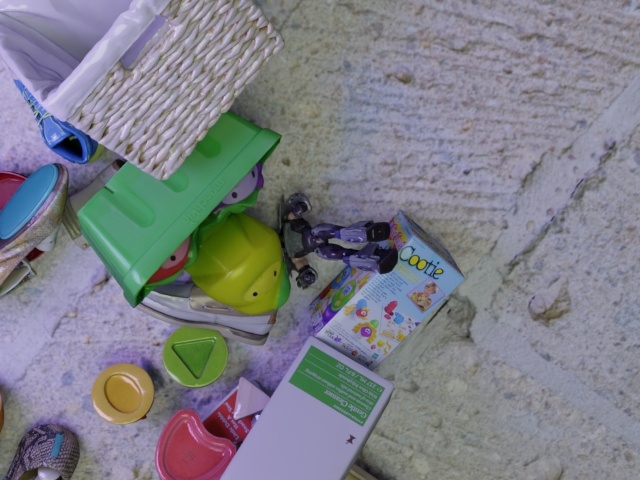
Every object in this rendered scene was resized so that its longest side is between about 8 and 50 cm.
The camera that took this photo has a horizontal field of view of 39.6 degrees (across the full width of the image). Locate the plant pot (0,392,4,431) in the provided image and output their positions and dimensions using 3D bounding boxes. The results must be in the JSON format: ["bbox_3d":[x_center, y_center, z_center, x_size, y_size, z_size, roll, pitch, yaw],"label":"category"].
[{"bbox_3d":[-0.723,0.391,1.747,0.205,0.205,0.188,1,128,-7],"label":"plant pot"}]

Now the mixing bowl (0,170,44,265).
[{"bbox_3d":[-0.568,-0.054,1.622,0.181,0.098,0.181,-3,112,-7],"label":"mixing bowl"}]

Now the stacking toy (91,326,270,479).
[{"bbox_3d":[-0.267,0.336,1.784,0.279,0.130,0.309,-40,77,-17],"label":"stacking toy"}]

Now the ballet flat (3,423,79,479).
[{"bbox_3d":[-0.637,0.605,1.839,0.164,0.182,0.483,23,108,-16],"label":"ballet flat"}]

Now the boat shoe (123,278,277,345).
[{"bbox_3d":[-0.226,0.112,1.731,0.302,0.113,0.103,17,108,-24],"label":"boat shoe"}]

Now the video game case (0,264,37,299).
[{"bbox_3d":[-0.623,0.067,1.712,0.122,0.011,0.087,-32,112,7],"label":"video game case"}]

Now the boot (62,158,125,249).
[{"bbox_3d":[-0.375,-0.026,1.670,0.165,0.077,0.213,-34,110,9],"label":"boot"}]

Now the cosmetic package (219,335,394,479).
[{"bbox_3d":[-0.034,0.393,1.672,0.197,0.155,0.365,28,70,11],"label":"cosmetic package"}]

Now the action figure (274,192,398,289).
[{"bbox_3d":[0.000,0.000,1.659,0.285,0.099,0.185,4,116,36],"label":"action figure"}]

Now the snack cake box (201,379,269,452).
[{"bbox_3d":[-0.122,0.436,1.812,0.152,0.089,0.264,-44,76,13],"label":"snack cake box"}]

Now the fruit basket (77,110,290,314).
[{"bbox_3d":[-0.188,-0.011,1.557,0.392,0.283,0.392,2,79,-12],"label":"fruit basket"}]

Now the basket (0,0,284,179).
[{"bbox_3d":[-0.284,-0.327,1.365,0.328,0.331,0.266,-48,139,4],"label":"basket"}]

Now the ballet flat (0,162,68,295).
[{"bbox_3d":[-0.532,0.007,1.547,0.348,0.123,0.123,-43,111,10],"label":"ballet flat"}]

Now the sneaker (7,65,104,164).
[{"bbox_3d":[-0.461,-0.232,1.546,0.091,0.126,0.240,-34,112,7],"label":"sneaker"}]

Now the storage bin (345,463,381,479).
[{"bbox_3d":[0.008,0.581,1.940,0.262,0.123,0.260,39,102,-19],"label":"storage bin"}]

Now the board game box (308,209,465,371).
[{"bbox_3d":[0.124,0.102,1.744,0.144,0.142,0.275,40,103,-19],"label":"board game box"}]
